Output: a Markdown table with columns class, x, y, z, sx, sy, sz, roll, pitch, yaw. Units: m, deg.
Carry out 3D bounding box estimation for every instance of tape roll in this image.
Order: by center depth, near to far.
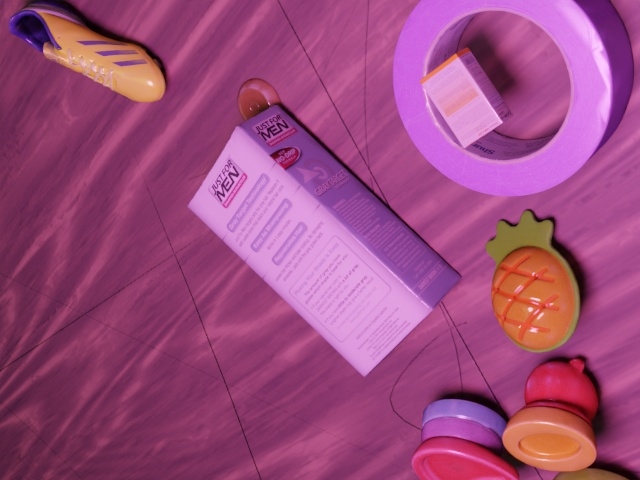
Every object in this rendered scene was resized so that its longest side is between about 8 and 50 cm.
| class | x | y | z | sx | sy | sz | roll | pitch | yaw |
| --- | --- | --- | --- | --- | --- | --- | --- | --- | --- |
| tape roll | 0.228 | -0.196 | 1.099 | 0.275 | 0.090 | 0.274 | 16 | 120 | 29 |

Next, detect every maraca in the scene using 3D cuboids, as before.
| class | x | y | z | sx | sy | sz | roll | pitch | yaw |
| --- | --- | --- | --- | --- | --- | --- | --- | --- | --- |
| maraca | 0.276 | 0.055 | 1.191 | 0.127 | 0.099 | 0.185 | -23 | 72 | 38 |

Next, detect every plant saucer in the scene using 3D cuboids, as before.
| class | x | y | z | sx | sy | sz | roll | pitch | yaw |
| --- | --- | --- | --- | --- | --- | --- | --- | --- | --- |
| plant saucer | -0.096 | -0.203 | 1.375 | 0.083 | 0.015 | 0.083 | 16 | 121 | 29 |

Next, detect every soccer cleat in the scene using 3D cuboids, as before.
| class | x | y | z | sx | sy | sz | roll | pitch | yaw |
| --- | --- | --- | --- | --- | --- | --- | --- | --- | --- |
| soccer cleat | -0.377 | -0.294 | 1.458 | 0.289 | 0.121 | 0.093 | 33 | 127 | 17 |

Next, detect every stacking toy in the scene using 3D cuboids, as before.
| class | x | y | z | sx | sy | sz | roll | pitch | yaw |
| --- | --- | --- | --- | --- | --- | --- | --- | --- | --- |
| stacking toy | 0.310 | 0.302 | 1.316 | 0.279 | 0.130 | 0.309 | 40 | 138 | -23 |

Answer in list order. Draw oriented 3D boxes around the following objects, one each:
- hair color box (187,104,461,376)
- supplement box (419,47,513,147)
| class | x | y | z | sx | sy | sz | roll | pitch | yaw |
| --- | --- | --- | --- | --- | --- | --- | --- | --- | --- |
| hair color box | 0.000 | 0.000 | 1.337 | 0.374 | 0.113 | 0.185 | 43 | 130 | 6 |
| supplement box | 0.172 | -0.168 | 1.069 | 0.062 | 0.036 | 0.098 | -32 | 92 | 41 |
